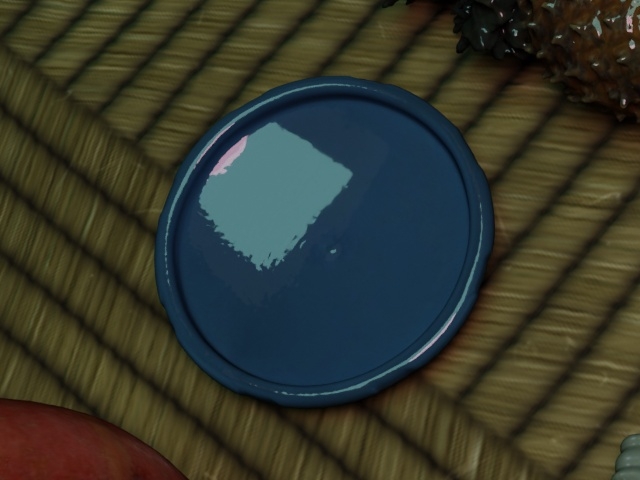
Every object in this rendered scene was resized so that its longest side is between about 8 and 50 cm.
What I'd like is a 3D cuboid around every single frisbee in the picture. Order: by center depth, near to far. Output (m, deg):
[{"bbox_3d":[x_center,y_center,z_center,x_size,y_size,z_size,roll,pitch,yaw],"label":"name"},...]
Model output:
[{"bbox_3d":[0.002,0.002,1.235,0.289,0.049,0.290,-6,69,16],"label":"frisbee"}]

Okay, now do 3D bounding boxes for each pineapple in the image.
[{"bbox_3d":[0.188,-0.199,1.227,0.310,0.141,0.170,24,61,35],"label":"pineapple"}]

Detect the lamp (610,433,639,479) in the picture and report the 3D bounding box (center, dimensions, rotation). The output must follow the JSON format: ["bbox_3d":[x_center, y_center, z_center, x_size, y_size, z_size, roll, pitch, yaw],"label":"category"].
[{"bbox_3d":[0.216,0.228,1.040,0.106,0.106,0.193,9,59,22],"label":"lamp"}]

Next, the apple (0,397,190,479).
[{"bbox_3d":[-0.234,0.280,1.021,0.363,0.364,0.364,-7,65,15],"label":"apple"}]
